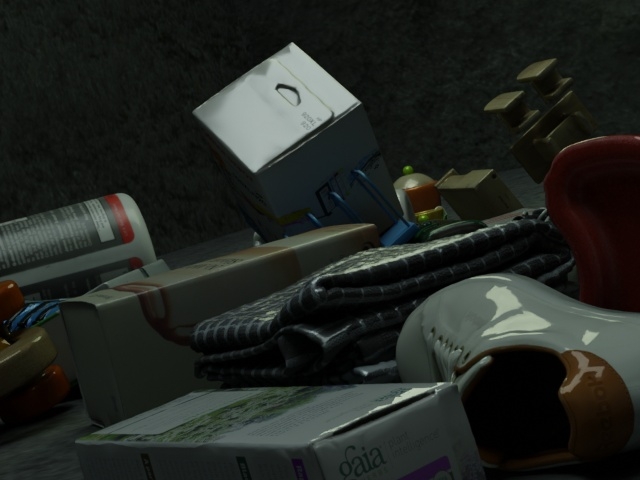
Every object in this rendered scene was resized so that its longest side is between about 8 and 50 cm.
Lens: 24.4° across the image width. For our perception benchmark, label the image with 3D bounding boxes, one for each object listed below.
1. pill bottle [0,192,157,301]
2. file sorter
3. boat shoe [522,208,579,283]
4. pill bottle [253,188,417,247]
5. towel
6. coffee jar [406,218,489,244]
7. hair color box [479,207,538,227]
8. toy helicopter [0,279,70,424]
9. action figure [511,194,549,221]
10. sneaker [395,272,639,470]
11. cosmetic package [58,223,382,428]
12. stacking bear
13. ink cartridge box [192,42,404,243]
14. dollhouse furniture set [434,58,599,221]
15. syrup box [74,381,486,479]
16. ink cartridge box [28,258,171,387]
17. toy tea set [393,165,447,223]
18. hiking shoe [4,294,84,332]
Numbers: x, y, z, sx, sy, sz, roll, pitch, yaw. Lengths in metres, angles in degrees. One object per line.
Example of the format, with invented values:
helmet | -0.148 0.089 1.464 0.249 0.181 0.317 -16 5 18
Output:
pill bottle | -0.434 0.069 2.216 0.363 0.210 0.210 -15 4 -15
file sorter | 0.019 0.005 1.830 0.170 0.104 0.118 -43 5 -2
boat shoe | 0.227 0.014 1.384 0.079 0.095 0.254 10 9 15
pill bottle | 0.025 0.009 2.071 0.221 0.121 0.121 -13 4 10
towel | 0.050 0.067 1.239 0.283 0.121 0.235 -17 4 -35
coffee jar | 0.151 0.014 1.866 0.096 0.079 0.184 -16 4 -12
hair color box | 0.258 -0.006 1.959 0.093 0.053 0.167 -16 6 -8
toy helicopter | -0.437 0.186 1.528 0.355 0.140 0.235 -25 13 1
action figure | 0.353 -0.031 1.725 0.285 0.099 0.185 -13 -5 -35
sneaker | 0.105 0.082 0.932 0.123 0.106 0.290 -14 5 -27
cosmetic package | -0.088 0.081 1.451 0.296 0.129 0.153 -17 6 -25
stacking bear | 0.321 -0.002 1.070 0.289 0.175 0.164 -8 -3 -44
ink cartridge box | -0.027 -0.100 1.941 0.168 0.233 0.171 -36 48 -11
dollhouse furniture set | 0.321 -0.126 2.313 0.242 0.212 0.161 -43 12 -11
syrup box | -0.025 0.133 0.776 0.093 0.096 0.237 -20 7 -37
ink cartridge box | -0.256 0.105 1.756 0.153 0.087 0.208 -31 -1 14
toy tea set | 0.122 -0.053 2.545 0.200 0.124 0.336 -14 4 -1
hiking shoe | -0.382 0.126 1.953 0.304 0.113 0.132 -15 4 -9
